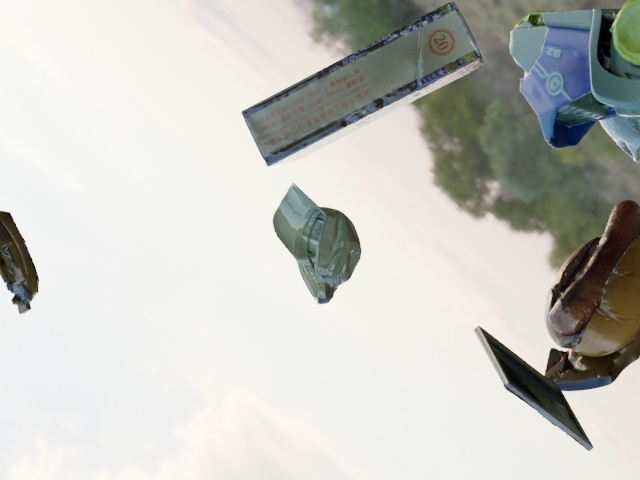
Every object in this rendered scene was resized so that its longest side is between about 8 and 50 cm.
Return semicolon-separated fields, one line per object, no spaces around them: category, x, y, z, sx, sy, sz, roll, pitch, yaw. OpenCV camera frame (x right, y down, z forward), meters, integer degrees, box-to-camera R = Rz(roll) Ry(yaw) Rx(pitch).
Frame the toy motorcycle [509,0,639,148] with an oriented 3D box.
toy motorcycle;0.398;-0.226;1.753;0.326;0.200;0.191;5;179;44

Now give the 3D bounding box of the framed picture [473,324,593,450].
framed picture;0.232;0.161;1.376;0.149;0.011;0.109;37;-162;-29

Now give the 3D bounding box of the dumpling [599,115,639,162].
dumpling;0.508;-0.220;1.971;0.108;0.153;0.219;-103;-13;-56

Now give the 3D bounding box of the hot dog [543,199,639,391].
hot dog;0.410;0.055;1.847;0.107;0.194;0.326;50;-133;-34

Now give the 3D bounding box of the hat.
hat;-0.006;-0.003;1.827;0.081;0.122;0.166;-16;-124;-47

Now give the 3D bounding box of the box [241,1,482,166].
box;0.061;-0.203;1.674;0.084;0.310;0.198;63;-170;-1

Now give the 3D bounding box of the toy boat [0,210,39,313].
toy boat;-0.423;0.028;1.711;0.049;0.047;0.149;-19;-95;-51
